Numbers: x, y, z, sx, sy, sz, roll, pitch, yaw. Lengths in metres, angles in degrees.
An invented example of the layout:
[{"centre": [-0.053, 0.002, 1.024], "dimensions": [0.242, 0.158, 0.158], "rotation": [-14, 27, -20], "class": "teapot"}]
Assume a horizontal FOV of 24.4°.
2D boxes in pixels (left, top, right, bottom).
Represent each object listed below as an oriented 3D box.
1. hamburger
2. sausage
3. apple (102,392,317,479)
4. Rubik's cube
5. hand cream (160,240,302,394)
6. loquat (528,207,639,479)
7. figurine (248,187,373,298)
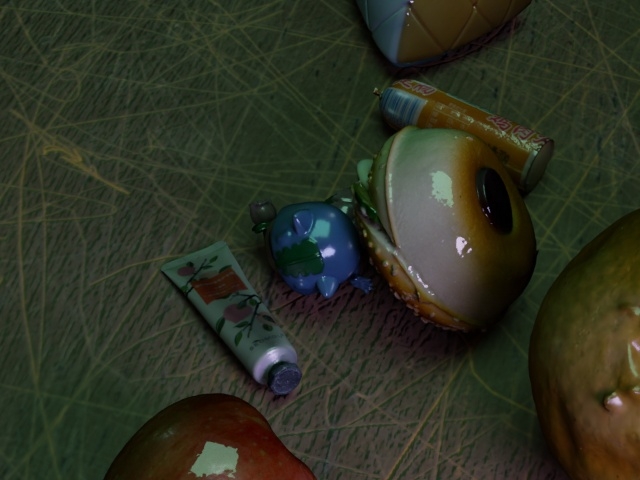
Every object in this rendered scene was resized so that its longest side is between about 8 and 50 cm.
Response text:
[{"centre": [0.132, -0.012, 1.553], "dimensions": [0.147, 0.237, 0.237], "rotation": [-24, 34, 30], "class": "hamburger"}, {"centre": [0.162, -0.135, 1.773], "dimensions": [0.234, 0.071, 0.071], "rotation": [27, 48, 22], "class": "sausage"}, {"centre": [-0.095, 0.229, 1.303], "dimensions": [0.181, 0.181, 0.168], "rotation": [35, 74, 28], "class": "apple"}, {"centre": [0.112, -0.324, 1.939], "dimensions": [0.254, 0.254, 0.254], "rotation": [2, 44, -2], "class": "Rubik's cube"}, {"centre": [-0.088, 0.076, 1.556], "dimensions": [0.080, 0.050, 0.234], "rotation": [-22, 43, -20], "class": "hand cream"}, {"centre": [0.351, 0.117, 1.349], "dimensions": [0.328, 0.328, 0.328], "rotation": [2, 44, -2], "class": "loquat"}, {"centre": [-0.004, -0.004, 1.613], "dimensions": [0.144, 0.114, 0.178], "rotation": [1, 24, 34], "class": "figurine"}]
